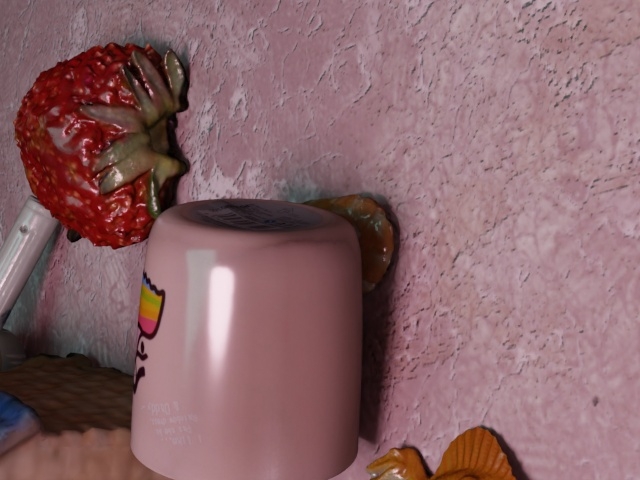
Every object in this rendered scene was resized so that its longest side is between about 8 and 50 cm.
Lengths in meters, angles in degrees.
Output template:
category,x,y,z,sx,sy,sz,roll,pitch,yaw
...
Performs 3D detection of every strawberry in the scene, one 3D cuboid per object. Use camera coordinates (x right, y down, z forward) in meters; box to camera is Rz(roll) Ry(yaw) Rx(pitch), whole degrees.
category,x,y,z,sx,sy,sz,roll,pitch,yaw
strawberry,-0.288,-0.103,1.392,0.306,0.137,0.233,-4,86,43

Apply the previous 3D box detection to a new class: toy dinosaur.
category,x,y,z,sx,sy,sz,roll,pitch,yaw
toy dinosaur,0.118,0.194,0.921,0.212,0.057,0.142,-32,40,33

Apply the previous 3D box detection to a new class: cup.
category,x,y,z,sx,sy,sz,roll,pitch,yaw
cup,-0.065,0.069,1.041,0.253,0.191,0.200,-136,48,-72

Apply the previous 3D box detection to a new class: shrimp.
category,x,y,z,sx,sy,sz,roll,pitch,yaw
shrimp,0.000,0.000,1.096,0.184,0.043,0.091,12,98,52

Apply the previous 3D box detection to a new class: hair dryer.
category,x,y,z,sx,sy,sz,roll,pitch,yaw
hair dryer,-0.387,0.046,1.552,0.107,0.173,0.357,29,89,11

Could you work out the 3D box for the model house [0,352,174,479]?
category,x,y,z,sx,sy,sz,roll,pitch,yaw
model house,-0.367,0.345,1.246,0.395,0.400,0.445,13,96,50
